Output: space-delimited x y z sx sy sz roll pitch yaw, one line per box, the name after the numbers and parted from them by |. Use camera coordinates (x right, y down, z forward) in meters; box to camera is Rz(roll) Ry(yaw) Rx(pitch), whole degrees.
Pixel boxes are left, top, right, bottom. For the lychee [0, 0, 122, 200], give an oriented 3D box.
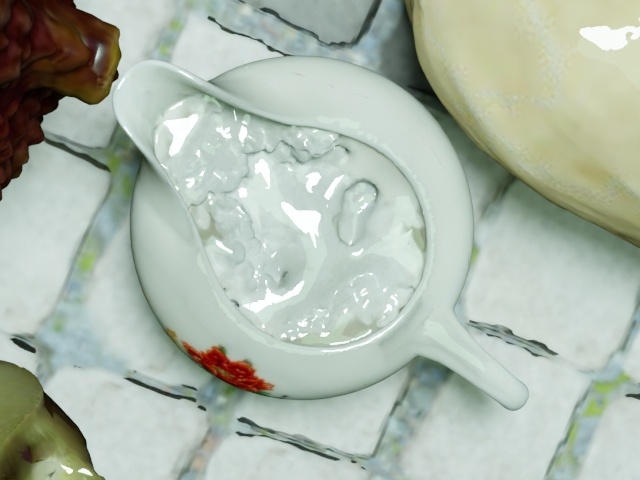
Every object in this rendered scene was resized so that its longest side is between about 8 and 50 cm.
-0.204 -0.095 0.626 0.271 0.236 0.236 6 96 -1 | lychee

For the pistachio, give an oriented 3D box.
0.138 -0.067 0.742 0.229 0.157 0.157 39 89 -16 | pistachio

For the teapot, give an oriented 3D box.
0.000 0.000 0.747 0.226 0.092 0.145 36 92 -14 | teapot

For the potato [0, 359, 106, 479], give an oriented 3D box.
-0.198 0.193 0.666 0.242 0.285 0.243 3 115 6 | potato
